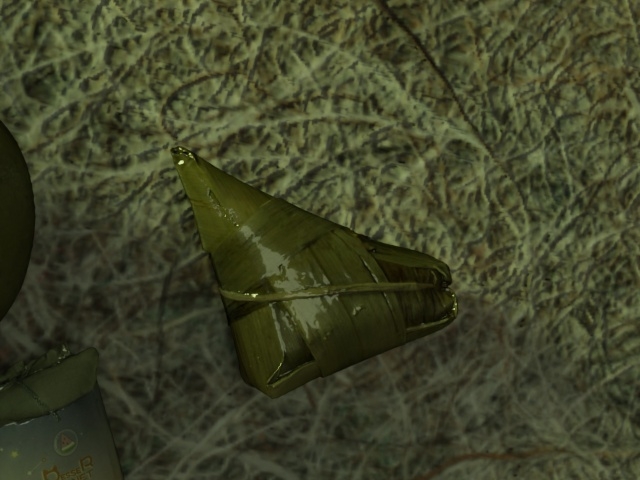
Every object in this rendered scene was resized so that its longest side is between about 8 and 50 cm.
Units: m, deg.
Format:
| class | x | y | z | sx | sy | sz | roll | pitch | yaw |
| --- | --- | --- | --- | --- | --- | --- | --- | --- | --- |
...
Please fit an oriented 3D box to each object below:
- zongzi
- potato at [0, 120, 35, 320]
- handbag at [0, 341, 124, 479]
| class | x | y | z | sx | sy | sz | roll | pitch | yaw |
| --- | --- | --- | --- | --- | --- | --- | --- | --- | --- |
| zongzi | 0.000 | 0.000 | 0.847 | 0.160 | 0.078 | 0.176 | -19 | 94 | -20 |
| potato | -0.277 | 0.004 | 0.728 | 0.235 | 0.160 | 0.178 | -39 | 63 | 3 |
| handbag | -0.181 | 0.154 | 0.796 | 0.117 | 0.095 | 0.173 | -15 | 104 | -20 |
